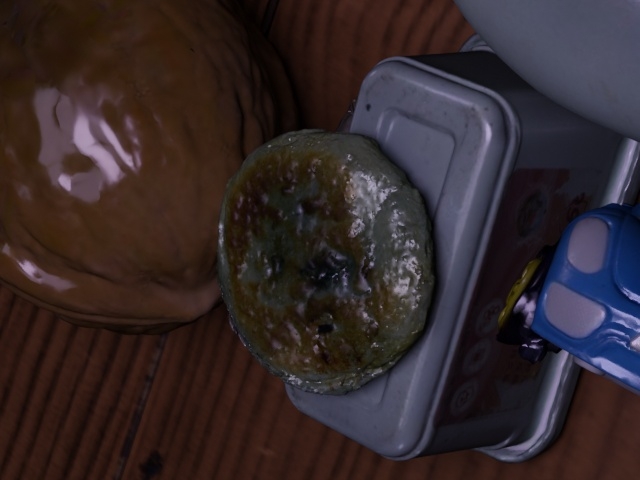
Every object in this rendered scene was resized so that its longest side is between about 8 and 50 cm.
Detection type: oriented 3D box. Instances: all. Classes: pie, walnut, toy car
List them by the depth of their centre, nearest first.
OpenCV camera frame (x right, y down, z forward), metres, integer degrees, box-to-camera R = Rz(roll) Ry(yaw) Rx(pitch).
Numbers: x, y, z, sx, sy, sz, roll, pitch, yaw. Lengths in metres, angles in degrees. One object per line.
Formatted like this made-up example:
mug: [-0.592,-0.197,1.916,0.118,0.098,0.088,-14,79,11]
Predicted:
toy car: [0.231,0.039,1.100,0.198,0.314,0.166,27,94,12]
pie: [-0.001,0.014,1.206,0.186,0.041,0.187,2,94,37]
walnut: [-0.162,-0.081,1.389,0.332,0.333,0.333,4,97,36]

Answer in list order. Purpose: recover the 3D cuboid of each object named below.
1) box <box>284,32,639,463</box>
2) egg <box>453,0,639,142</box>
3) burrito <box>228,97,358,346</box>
box: [0.094,0.010,1.275,0.175,0.182,0.312,25,108,33]
egg: [0.236,-0.172,1.128,0.371,0.230,0.230,31,112,19]
burrito: [0.000,0.000,1.418,0.087,0.060,0.226,48,119,28]
